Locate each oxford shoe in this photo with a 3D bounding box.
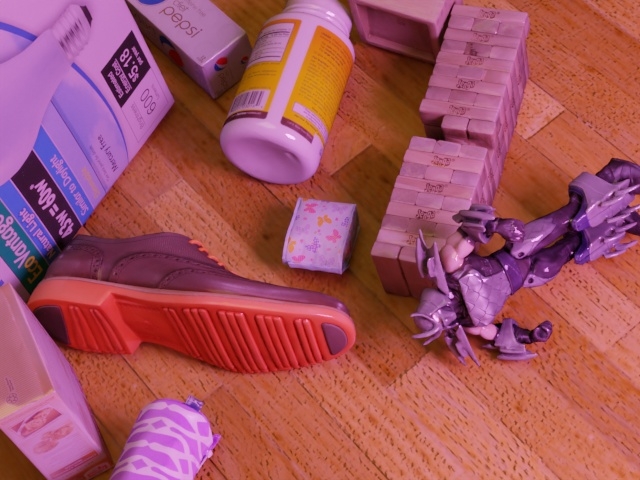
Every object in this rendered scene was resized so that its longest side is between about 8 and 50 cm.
[{"bbox_3d":[-0.131,0.049,1.489,0.363,0.130,0.133,7,53,15],"label":"oxford shoe"}]

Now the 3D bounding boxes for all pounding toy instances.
[{"bbox_3d":[0.101,-0.281,1.643,0.130,0.141,0.100,20,75,17],"label":"pounding toy"}]

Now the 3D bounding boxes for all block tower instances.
[{"bbox_3d":[0.151,-0.098,1.533,0.091,0.097,0.335,11,64,19],"label":"block tower"}]

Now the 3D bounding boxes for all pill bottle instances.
[{"bbox_3d":[-0.031,-0.180,1.608,0.117,0.117,0.215,9,62,18],"label":"pill bottle"}]

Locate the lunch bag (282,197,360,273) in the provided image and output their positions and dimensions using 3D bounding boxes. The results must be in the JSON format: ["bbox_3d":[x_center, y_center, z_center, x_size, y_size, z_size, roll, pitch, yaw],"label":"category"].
[{"bbox_3d":[0.000,0.000,1.530,0.071,0.053,0.083,6,51,14],"label":"lunch bag"}]

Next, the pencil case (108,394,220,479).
[{"bbox_3d":[-0.169,0.252,1.371,0.088,0.086,0.206,34,46,-12],"label":"pencil case"}]

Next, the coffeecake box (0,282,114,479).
[{"bbox_3d":[-0.290,0.154,1.421,0.068,0.185,0.142,-28,57,-5],"label":"coffeecake box"}]

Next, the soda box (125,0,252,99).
[{"bbox_3d":[-0.175,-0.272,1.727,0.074,0.069,0.216,-39,59,-13],"label":"soda box"}]

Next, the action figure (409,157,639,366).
[{"bbox_3d":[0.206,0.020,1.406,0.285,0.185,0.099,-31,43,-15],"label":"action figure"}]

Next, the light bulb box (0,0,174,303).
[{"bbox_3d":[-0.393,-0.157,1.534,0.225,0.358,0.361,23,67,26],"label":"light bulb box"}]
